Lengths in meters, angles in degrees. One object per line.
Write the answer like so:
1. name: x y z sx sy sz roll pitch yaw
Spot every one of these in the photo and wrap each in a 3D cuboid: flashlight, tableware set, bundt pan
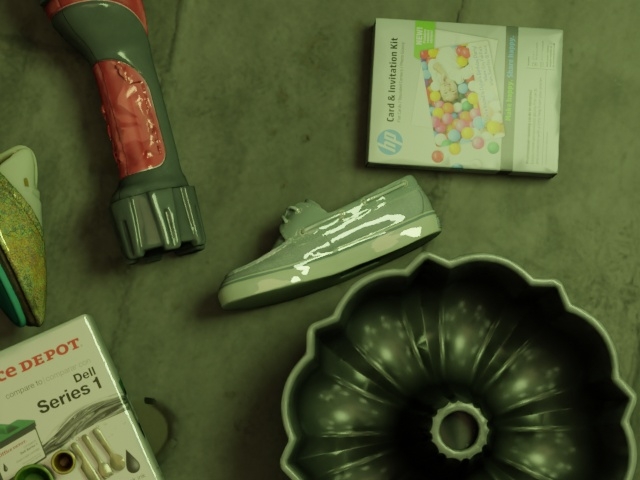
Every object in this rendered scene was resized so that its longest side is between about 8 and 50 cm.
1. flashlight: -0.191 -0.131 1.755 0.103 0.103 0.304 -13 84 -6
2. tableware set: -0.202 0.253 1.659 0.104 0.024 0.154 -32 89 -6
3. bundt pan: 0.123 0.178 1.728 0.330 0.124 0.331 0 84 -2

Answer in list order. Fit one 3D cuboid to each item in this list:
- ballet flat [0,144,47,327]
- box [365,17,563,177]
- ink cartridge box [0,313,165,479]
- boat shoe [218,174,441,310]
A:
1. ballet flat: -0.337 -0.082 1.742 0.123 0.123 0.348 -38 87 -6
2. box: 0.141 -0.139 1.807 0.186 0.038 0.145 4 83 -2
3. ink cartridge box: -0.244 0.196 1.720 0.160 0.092 0.219 -25 87 -5
4. boat shoe: 0.001 0.000 1.770 0.227 0.079 0.081 -21 79 -11
